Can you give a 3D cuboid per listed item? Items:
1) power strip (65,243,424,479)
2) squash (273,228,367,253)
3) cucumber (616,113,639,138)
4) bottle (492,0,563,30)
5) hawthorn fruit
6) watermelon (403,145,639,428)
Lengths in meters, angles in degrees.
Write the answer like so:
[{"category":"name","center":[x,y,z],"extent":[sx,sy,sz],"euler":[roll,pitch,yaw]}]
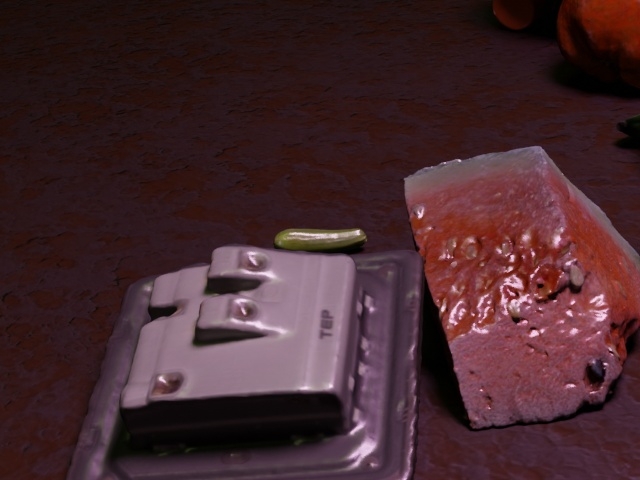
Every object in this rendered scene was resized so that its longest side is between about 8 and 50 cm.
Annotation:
[{"category":"power strip","center":[-0.053,0.086,0.990],"extent":[0.251,0.092,0.257],"euler":[-1,39,7]},{"category":"squash","center":[0.000,0.001,1.278],"extent":[0.089,0.027,0.027],"euler":[-1,25,-2]},{"category":"cucumber","center":[0.370,-0.124,1.449],"extent":[0.108,0.035,0.067],"euler":[-13,-4,-16]},{"category":"bottle","center":[0.316,-0.350,1.897],"extent":[0.069,0.069,0.187],"euler":[14,33,35]},{"category":"hawthorn fruit","center":[0.373,-0.269,1.595],"extent":[0.189,0.189,0.189],"euler":[-5,26,2]},{"category":"watermelon","center":[0.161,0.044,1.079],"extent":[0.193,0.139,0.256],"euler":[-8,32,15]}]
